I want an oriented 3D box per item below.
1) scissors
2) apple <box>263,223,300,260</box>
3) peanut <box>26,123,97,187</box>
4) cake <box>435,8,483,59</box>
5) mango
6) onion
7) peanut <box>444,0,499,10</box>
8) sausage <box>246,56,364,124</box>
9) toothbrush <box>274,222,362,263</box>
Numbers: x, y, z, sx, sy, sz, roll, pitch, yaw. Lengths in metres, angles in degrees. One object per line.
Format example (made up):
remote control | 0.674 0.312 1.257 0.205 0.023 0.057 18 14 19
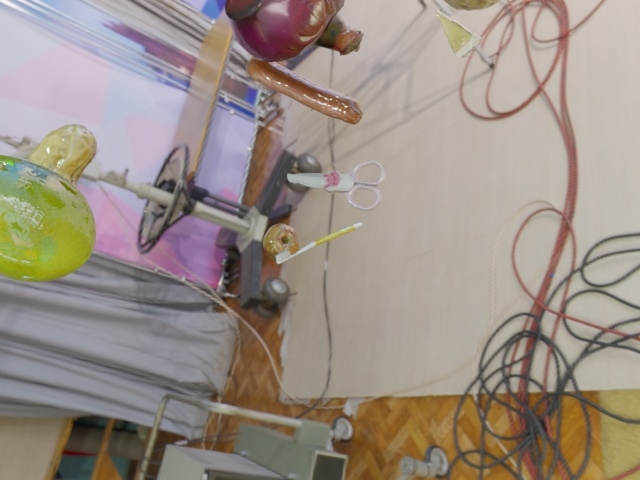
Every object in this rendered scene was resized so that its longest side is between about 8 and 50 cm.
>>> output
scissors | 0.033 -0.139 1.329 0.242 0.030 0.118 9 82 23
apple | -0.121 0.007 1.823 0.102 0.126 0.125 -26 49 60
peanut | -0.630 -0.142 1.327 0.147 0.147 0.305 -16 56 54
cake | 0.289 -0.457 1.234 0.065 0.121 0.052 -52 -6 35
mango | -0.499 -0.044 0.922 0.185 0.273 0.149 -56 31 -13
onion | -0.054 -0.659 1.640 0.399 0.420 0.398 -26 47 32
peanut | 0.226 -0.395 0.707 0.291 0.143 0.159 -134 23 -80
sausage | -0.050 -0.501 1.876 0.094 0.419 0.094 116 178 -61
toothbrush | 0.000 0.000 1.547 0.021 0.288 0.024 21 129 54
